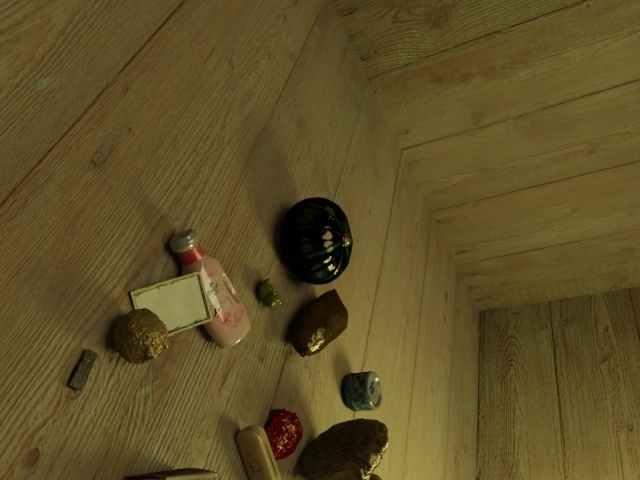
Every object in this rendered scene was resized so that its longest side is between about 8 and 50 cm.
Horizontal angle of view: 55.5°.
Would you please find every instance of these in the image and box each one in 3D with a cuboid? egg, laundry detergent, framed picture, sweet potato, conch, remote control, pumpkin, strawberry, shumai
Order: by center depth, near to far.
[{"bbox_3d":[-0.504,0.274,1.288,0.034,0.016,0.091,40,41,-27],"label":"remote control"},{"bbox_3d":[-0.409,0.219,1.386,0.116,0.118,0.140,76,3,-46],"label":"egg"},{"bbox_3d":[-0.370,0.166,1.527,0.200,0.010,0.136,-17,95,-42],"label":"framed picture"},{"bbox_3d":[-0.304,0.127,1.667,0.335,0.087,0.159,66,29,-19],"label":"laundry detergent"},{"bbox_3d":[-0.114,0.591,1.848,0.147,0.082,0.187,63,34,-12],"label":"strawberry"},{"bbox_3d":[-0.161,0.166,1.941,0.121,0.074,0.089,-102,-162,-54],"label":"conch"},{"bbox_3d":[0.115,0.753,1.973,0.314,0.267,0.263,-31,113,-20],"label":"shumai"},{"bbox_3d":[-0.011,0.295,2.109,0.369,0.157,0.158,-33,108,-55],"label":"sweet potato"},{"bbox_3d":[0.000,0.000,2.159,0.315,0.238,0.316,32,54,-59],"label":"pumpkin"}]

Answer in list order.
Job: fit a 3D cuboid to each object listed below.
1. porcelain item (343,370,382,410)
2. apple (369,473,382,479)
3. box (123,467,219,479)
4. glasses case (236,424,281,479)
[{"bbox_3d":[0.160,0.579,2.329,0.147,0.114,0.147,36,49,-55],"label":"porcelain item"},{"bbox_3d":[0.194,0.916,2.266,0.074,0.089,0.090,40,41,-77],"label":"apple"},{"bbox_3d":[-0.331,0.566,1.360,0.182,0.133,0.099,25,56,-55],"label":"box"},{"bbox_3d":[-0.172,0.615,1.702,0.050,0.083,0.197,-30,103,-61],"label":"glasses case"}]
